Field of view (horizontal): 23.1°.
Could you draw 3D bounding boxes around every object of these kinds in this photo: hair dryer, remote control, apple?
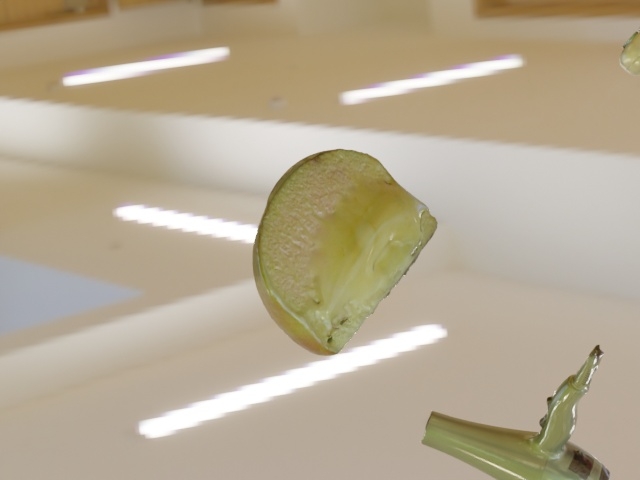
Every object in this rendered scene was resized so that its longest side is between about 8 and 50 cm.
[{"bbox_3d":[0.226,0.207,1.862,0.229,0.267,0.092,5,-140,19],"label":"hair dryer"},{"bbox_3d":[0.309,-0.196,1.375,0.122,0.032,0.074,-49,176,9],"label":"remote control"},{"bbox_3d":[0.000,0.000,1.840,0.120,0.193,0.265,-17,-154,48],"label":"apple"}]
